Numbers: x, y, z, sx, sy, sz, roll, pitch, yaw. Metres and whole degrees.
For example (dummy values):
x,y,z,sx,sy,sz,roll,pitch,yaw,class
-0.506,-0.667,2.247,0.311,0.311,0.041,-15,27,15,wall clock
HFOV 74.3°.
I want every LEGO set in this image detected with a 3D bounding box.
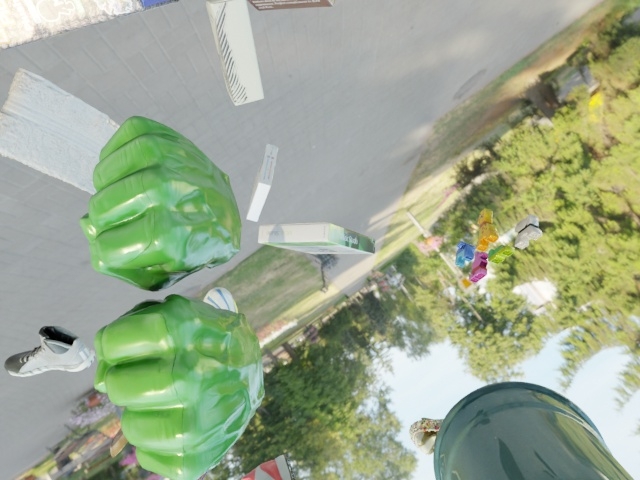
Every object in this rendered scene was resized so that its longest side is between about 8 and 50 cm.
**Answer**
x,y,z,sx,sy,sz,roll,pitch,yaw,class
0.362,-0.007,0.908,0.227,0.086,0.093,118,-10,-58,LEGO set

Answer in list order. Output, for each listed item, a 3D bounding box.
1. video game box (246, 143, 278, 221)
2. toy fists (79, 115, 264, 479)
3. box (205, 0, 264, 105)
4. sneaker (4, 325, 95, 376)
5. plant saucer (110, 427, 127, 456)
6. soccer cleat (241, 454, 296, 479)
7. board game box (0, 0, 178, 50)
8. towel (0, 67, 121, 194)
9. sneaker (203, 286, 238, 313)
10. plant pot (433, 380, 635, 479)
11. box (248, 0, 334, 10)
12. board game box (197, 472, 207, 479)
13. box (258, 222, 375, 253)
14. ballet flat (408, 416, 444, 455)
x,y,z,sx,sy,sz,roll,pitch,yaw,class
-0.203,-0.197,1.464,0.048,0.187,0.205,13,144,-15,video game box
-0.119,0.039,0.345,0.096,0.279,0.142,-10,171,4,toy fists
-0.233,-0.528,1.164,0.094,0.113,0.275,-19,136,-11,box
-0.706,0.270,1.076,0.228,0.086,0.132,-5,124,-1,sneaker
-0.393,0.386,0.841,0.083,0.015,0.083,-45,-162,18,plant saucer
-0.080,0.588,0.841,0.116,0.109,0.318,-17,-151,-10,soccer cleat
-0.428,-0.440,0.718,0.290,0.141,0.232,-12,-148,5,board game box
-0.574,-0.228,0.964,0.282,0.049,0.187,31,74,-55,towel
-0.218,0.229,0.946,0.091,0.240,0.126,-2,-179,-24,sneaker
0.375,0.445,0.692,0.341,0.341,0.334,-37,171,5,plant pot
-0.037,-0.649,0.784,0.143,0.191,0.382,16,89,-62,box
-0.388,0.718,1.215,0.141,0.048,0.170,-55,179,39,board game box
0.000,0.000,1.276,0.232,0.059,0.322,-1,173,29,box
0.280,0.475,1.013,0.077,0.091,0.241,-31,171,-39,ballet flat
